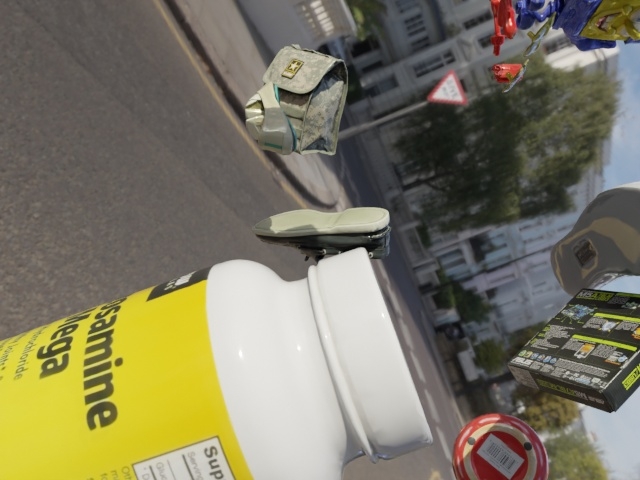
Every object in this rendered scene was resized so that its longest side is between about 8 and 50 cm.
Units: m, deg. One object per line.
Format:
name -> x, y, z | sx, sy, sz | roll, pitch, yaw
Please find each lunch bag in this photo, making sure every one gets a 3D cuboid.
lunch bag -> -0.055, -0.413, 1.868 | 0.235, 0.168, 0.287 | 28, -65, 42

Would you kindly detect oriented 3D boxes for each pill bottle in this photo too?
pill bottle -> -0.102, 0.125, 0.452 | 0.188, 0.333, 0.188 | -20, 90, -87

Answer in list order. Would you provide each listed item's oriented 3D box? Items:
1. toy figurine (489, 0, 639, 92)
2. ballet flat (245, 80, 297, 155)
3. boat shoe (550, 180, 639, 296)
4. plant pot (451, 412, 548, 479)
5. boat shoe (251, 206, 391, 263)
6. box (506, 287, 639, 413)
toy figurine -> 0.362, -0.339, 0.798 | 0.362, 0.217, 0.191 | 95, -6, -71
ballet flat -> -0.104, -0.235, 1.213 | 0.086, 0.086, 0.248 | 61, 4, -34
boat shoe -> 0.486, -0.007, 0.966 | 0.367, 0.156, 0.136 | 86, -18, -71
plant pot -> 0.348, 0.434, 1.259 | 0.174, 0.191, 0.191 | 47, 23, -65
boat shoe -> 0.002, -0.002, 1.427 | 0.127, 0.339, 0.113 | -51, 132, -54
box -> 0.383, 0.143, 0.892 | 0.045, 0.184, 0.190 | 57, -18, -12
